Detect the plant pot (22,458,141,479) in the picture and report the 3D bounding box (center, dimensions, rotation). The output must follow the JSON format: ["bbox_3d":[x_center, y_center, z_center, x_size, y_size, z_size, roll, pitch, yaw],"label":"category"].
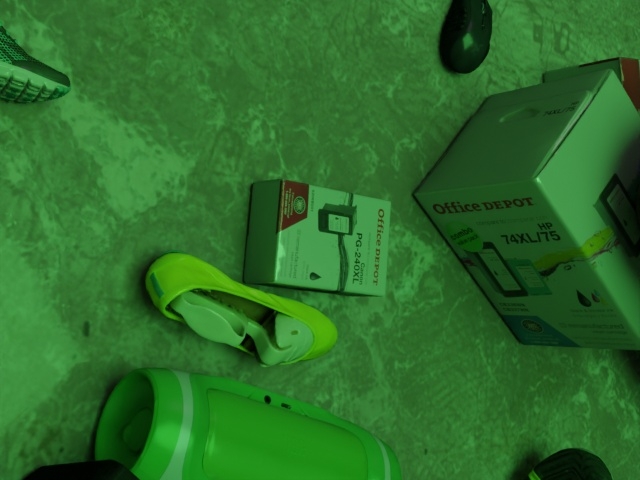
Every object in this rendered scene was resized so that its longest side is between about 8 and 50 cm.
[{"bbox_3d":[-0.207,0.290,0.863,0.188,0.187,0.167,49,48,-25],"label":"plant pot"}]

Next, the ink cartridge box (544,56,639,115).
[{"bbox_3d":[0.407,-0.168,1.377,0.176,0.128,0.127,-3,89,-37],"label":"ink cartridge box"}]

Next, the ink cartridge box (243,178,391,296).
[{"bbox_3d":[0.000,0.000,1.099,0.150,0.063,0.109,9,82,-36],"label":"ink cartridge box"}]

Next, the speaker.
[{"bbox_3d":[-0.063,0.214,1.001,0.297,0.131,0.131,24,73,-34],"label":"speaker"}]

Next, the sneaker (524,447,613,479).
[{"bbox_3d":[0.312,0.451,1.286,0.147,0.145,0.384,9,84,-57],"label":"sneaker"}]

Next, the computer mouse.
[{"bbox_3d":[0.209,-0.316,1.291,0.071,0.041,0.242,30,70,-31],"label":"computer mouse"}]

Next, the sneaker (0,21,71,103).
[{"bbox_3d":[-0.291,-0.172,0.892,0.166,0.065,0.076,18,73,-37],"label":"sneaker"}]

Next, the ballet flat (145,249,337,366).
[{"bbox_3d":[-0.073,0.085,1.025,0.231,0.077,0.077,28,111,-30],"label":"ballet flat"}]

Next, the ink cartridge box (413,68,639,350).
[{"bbox_3d":[0.294,-0.031,1.240,0.270,0.198,0.197,51,60,-22],"label":"ink cartridge box"}]

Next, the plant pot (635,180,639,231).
[{"bbox_3d":[0.433,-0.038,1.153,0.237,0.110,0.237,3,85,-38],"label":"plant pot"}]
